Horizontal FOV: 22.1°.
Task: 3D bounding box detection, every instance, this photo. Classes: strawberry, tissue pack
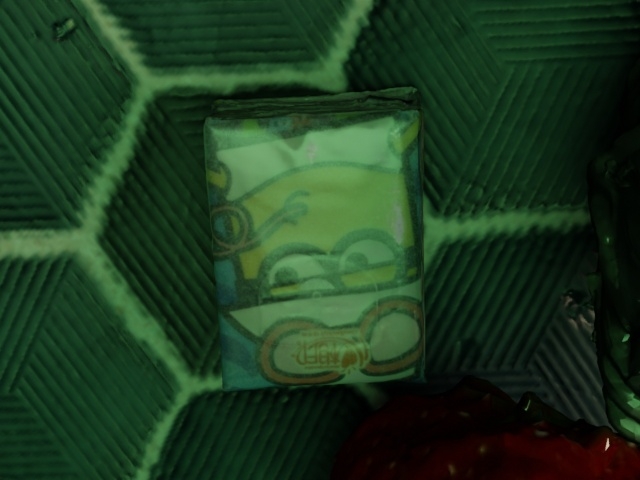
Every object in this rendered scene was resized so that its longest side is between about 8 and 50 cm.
[{"bbox_3d":[0.102,0.220,0.841,0.257,0.257,0.277,24,80,-8],"label":"strawberry"},{"bbox_3d":[0.000,0.000,0.881,0.115,0.065,0.155,-2,106,0],"label":"tissue pack"}]

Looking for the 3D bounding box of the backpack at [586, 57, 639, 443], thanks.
[{"bbox_3d":[0.231,-0.021,0.815,0.206,0.258,0.133,19,144,-16],"label":"backpack"}]
